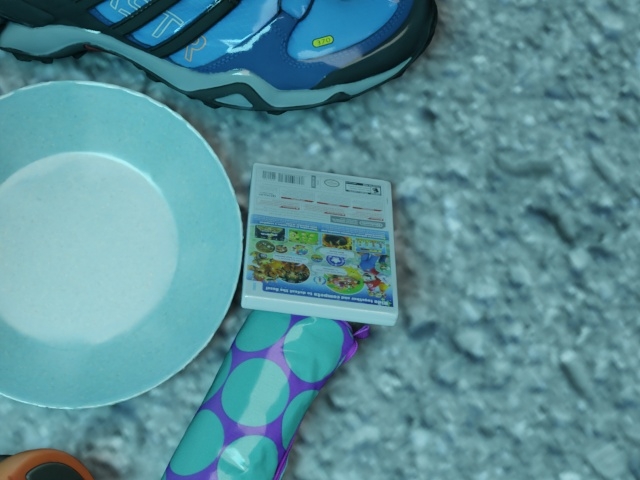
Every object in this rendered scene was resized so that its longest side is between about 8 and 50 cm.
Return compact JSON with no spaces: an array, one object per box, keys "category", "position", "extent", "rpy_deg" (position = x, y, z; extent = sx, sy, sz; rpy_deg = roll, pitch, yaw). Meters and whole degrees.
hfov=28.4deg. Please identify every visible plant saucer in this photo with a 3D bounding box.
[{"category":"plant saucer","position":[-0.144,0.003,0.743],"extent":[0.195,0.037,0.194],"rpy_deg":[2,77,-7]}]

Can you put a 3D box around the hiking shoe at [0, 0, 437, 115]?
[{"category":"hiking shoe","position":[-0.076,-0.156,0.727],"extent":[0.304,0.132,0.113],"rpy_deg":[5,59,-7]}]

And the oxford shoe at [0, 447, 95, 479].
[{"category":"oxford shoe","position":[-0.211,0.223,0.625],"extent":[0.097,0.098,0.271],"rpy_deg":[56,46,-26]}]

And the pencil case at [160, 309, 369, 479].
[{"category":"pencil case","position":[-0.035,0.102,0.722],"extent":[0.070,0.064,0.151],"rpy_deg":[24,76,10]}]

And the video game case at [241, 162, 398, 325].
[{"category":"video game case","position":[0.000,0.000,0.740],"extent":[0.087,0.011,0.122],"rpy_deg":[8,39,-6]}]
